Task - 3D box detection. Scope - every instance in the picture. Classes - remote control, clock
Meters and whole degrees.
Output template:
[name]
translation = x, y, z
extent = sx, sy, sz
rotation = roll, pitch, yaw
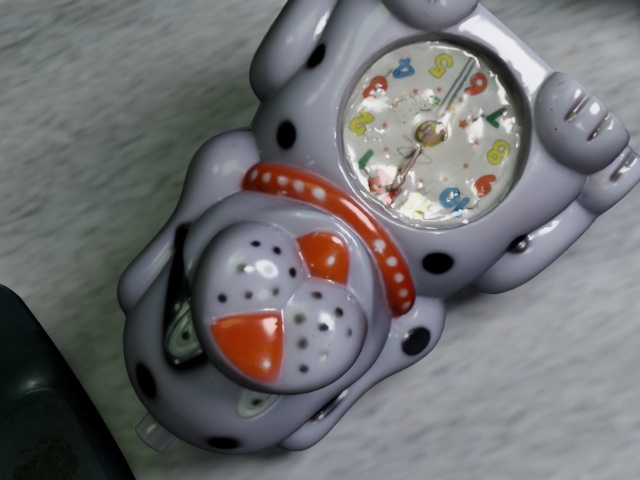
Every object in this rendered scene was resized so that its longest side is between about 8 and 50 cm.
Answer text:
[remote control]
translation = -0.141, 0.101, 0.929
extent = 0.072, 0.042, 0.222
rotation = -34, 51, -7
[clock]
translation = 0.002, -0.002, 0.878
extent = 0.254, 0.189, 0.189
rotation = -48, 52, -7
